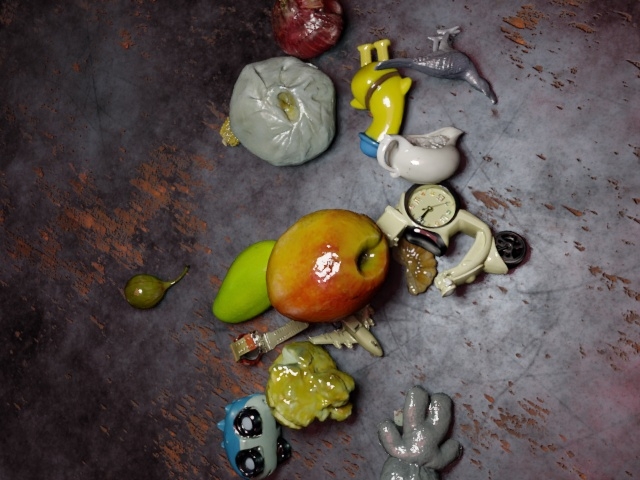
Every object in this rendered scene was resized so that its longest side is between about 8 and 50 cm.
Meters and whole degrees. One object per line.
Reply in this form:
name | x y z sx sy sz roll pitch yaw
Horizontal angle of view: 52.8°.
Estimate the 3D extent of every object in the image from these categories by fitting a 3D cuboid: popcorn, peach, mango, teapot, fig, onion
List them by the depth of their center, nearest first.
peach | 0.011 0.075 1.769 0.290 0.372 0.372 38 101 -25
teapot | 0.279 -0.244 1.816 0.208 0.300 0.165 44 125 37
popcorn | -0.032 0.422 1.879 0.277 0.225 0.276 2 67 -4
onion | -0.048 -0.689 1.992 0.252 0.219 0.252 -5 80 28
mango | -0.212 0.133 2.006 0.343 0.156 0.192 -41 66 16
fig | -0.541 0.146 2.167 0.236 0.124 0.124 -24 76 -8

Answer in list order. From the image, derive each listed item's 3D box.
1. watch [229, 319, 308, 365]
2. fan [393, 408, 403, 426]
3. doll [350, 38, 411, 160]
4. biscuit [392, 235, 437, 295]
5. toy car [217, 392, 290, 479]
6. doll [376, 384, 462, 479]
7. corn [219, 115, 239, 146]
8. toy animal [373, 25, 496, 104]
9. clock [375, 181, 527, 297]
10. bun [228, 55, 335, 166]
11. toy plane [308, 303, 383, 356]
watch | -0.166 0.296 1.943 0.268 0.165 0.102 -39 71 51
fan | 0.244 0.532 1.881 0.056 0.004 0.083 -15 80 17
doll | 0.180 -0.416 1.924 0.200 0.145 0.362 -7 86 31
biscuit | 0.277 0.061 1.886 0.118 0.061 0.183 -26 76 14
toy car | -0.213 0.589 1.949 0.190 0.188 0.255 -7 89 32
doll | 0.270 0.585 1.814 0.246 0.158 0.340 13 73 -10
corn | -0.226 -0.425 2.104 0.288 0.086 0.086 -47 72 8
toy animal | 0.352 -0.532 1.876 0.367 0.081 0.205 15 69 -4
clock | 0.358 0.001 1.811 0.379 0.120 0.276 40 75 20
bun | -0.119 -0.397 1.965 0.355 0.194 0.354 0 93 2
toy plane | 0.090 0.247 1.909 0.256 0.104 0.242 43 73 15
